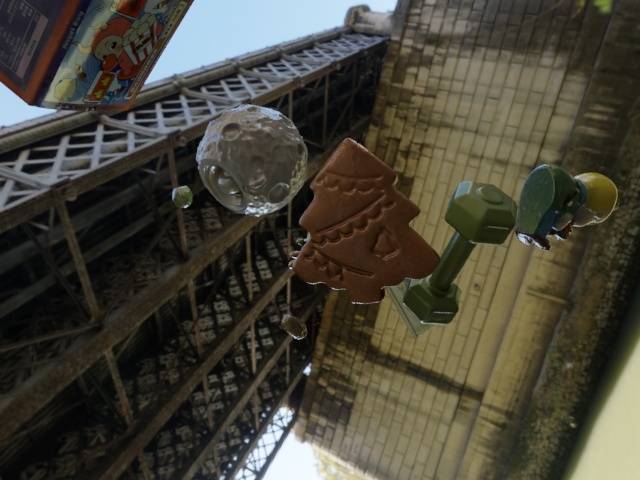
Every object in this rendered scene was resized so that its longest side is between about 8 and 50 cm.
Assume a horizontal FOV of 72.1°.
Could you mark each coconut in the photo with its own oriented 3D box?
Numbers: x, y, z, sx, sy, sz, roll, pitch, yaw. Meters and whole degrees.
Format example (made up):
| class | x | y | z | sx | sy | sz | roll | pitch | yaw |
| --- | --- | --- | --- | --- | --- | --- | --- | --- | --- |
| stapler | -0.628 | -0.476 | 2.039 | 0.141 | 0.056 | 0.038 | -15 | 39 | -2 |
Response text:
| class | x | y | z | sx | sy | sz | roll | pitch | yaw |
| --- | --- | --- | --- | --- | --- | --- | --- | --- | --- |
| coconut | -0.532 | -0.165 | 1.694 | 0.081 | 0.082 | 0.083 | -32 | -29 | -49 |

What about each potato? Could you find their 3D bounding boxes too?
| class | x | y | z | sx | sy | sz | roll | pitch | yaw |
| --- | --- | --- | --- | --- | --- | --- | --- | --- | --- |
| potato | -0.065 | 0.217 | 1.109 | 0.083 | 0.040 | 0.051 | 42 | -161 | -33 |

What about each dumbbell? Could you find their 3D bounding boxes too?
| class | x | y | z | sx | sy | sz | roll | pitch | yaw |
| --- | --- | --- | --- | --- | --- | --- | --- | --- | --- |
| dumbbell | 0.251 | 0.033 | 0.824 | 0.108 | 0.121 | 0.302 | -99 | 18 | -46 |

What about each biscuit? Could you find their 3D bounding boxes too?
| class | x | y | z | sx | sy | sz | roll | pitch | yaw |
| --- | --- | --- | --- | --- | --- | --- | --- | --- | --- |
| biscuit | 0.066 | -0.034 | 0.813 | 0.043 | 0.283 | 0.307 | -21 | -76 | -68 |

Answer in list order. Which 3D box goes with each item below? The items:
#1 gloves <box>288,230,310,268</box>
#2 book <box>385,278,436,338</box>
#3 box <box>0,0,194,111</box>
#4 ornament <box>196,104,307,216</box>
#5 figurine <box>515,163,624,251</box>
| class | x | y | z | sx | sy | sz | roll | pitch | yaw |
| --- | --- | --- | --- | --- | --- | --- | --- | --- | --- |
| gloves | 0.000 | 0.000 | 1.044 | 0.164 | 0.123 | 0.204 | 80 | -154 | -66 |
| book | 0.276 | 0.168 | 1.458 | 0.020 | 0.296 | 0.207 | -37 | -16 | 28 |
| box | -0.496 | -0.481 | 0.903 | 0.349 | 0.256 | 0.318 | -50 | 0 | 18 |
| ornament | -0.197 | -0.248 | 1.353 | 0.337 | 0.336 | 0.338 | -51 | -29 | -44 |
| figurine | 0.529 | -0.060 | 0.932 | 0.234 | 0.127 | 0.185 | 9 | -88 | -33 |
